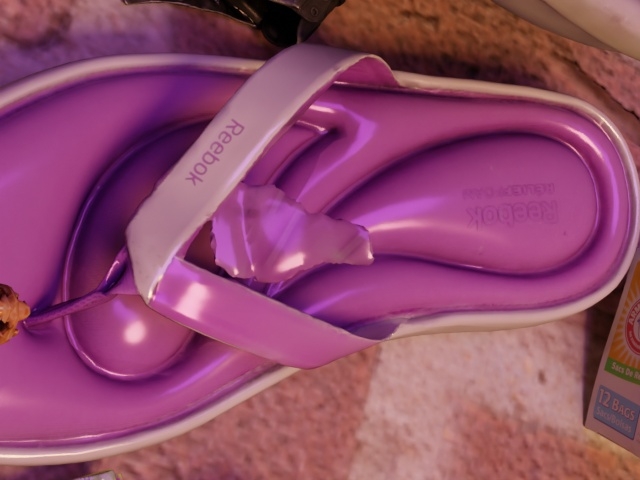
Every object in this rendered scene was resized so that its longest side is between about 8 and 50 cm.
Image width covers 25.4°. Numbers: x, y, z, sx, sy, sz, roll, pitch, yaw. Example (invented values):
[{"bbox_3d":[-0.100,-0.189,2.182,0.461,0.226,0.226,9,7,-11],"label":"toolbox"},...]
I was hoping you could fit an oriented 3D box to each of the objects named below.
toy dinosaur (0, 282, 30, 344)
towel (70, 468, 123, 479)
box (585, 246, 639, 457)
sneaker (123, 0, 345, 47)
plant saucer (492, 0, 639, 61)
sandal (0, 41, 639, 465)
[{"bbox_3d":[-0.251,0.023,0.397,0.322,0.218,0.164,28,67,-26],"label":"toy dinosaur"},{"bbox_3d":[-0.113,0.128,0.570,0.083,0.009,0.060,-11,68,-19],"label":"towel"},{"bbox_3d":[0.260,0.078,0.752,0.203,0.114,0.103,9,100,-31],"label":"box"},{"bbox_3d":[-0.004,-0.126,0.679,0.170,0.051,0.089,20,74,-25],"label":"sneaker"},{"bbox_3d":[0.063,-0.238,0.663,0.400,0.100,0.400,30,44,-34],"label":"plant saucer"},{"bbox_3d":[-0.004,-0.015,0.625,0.416,0.102,0.169,-13,88,-33],"label":"sandal"}]
